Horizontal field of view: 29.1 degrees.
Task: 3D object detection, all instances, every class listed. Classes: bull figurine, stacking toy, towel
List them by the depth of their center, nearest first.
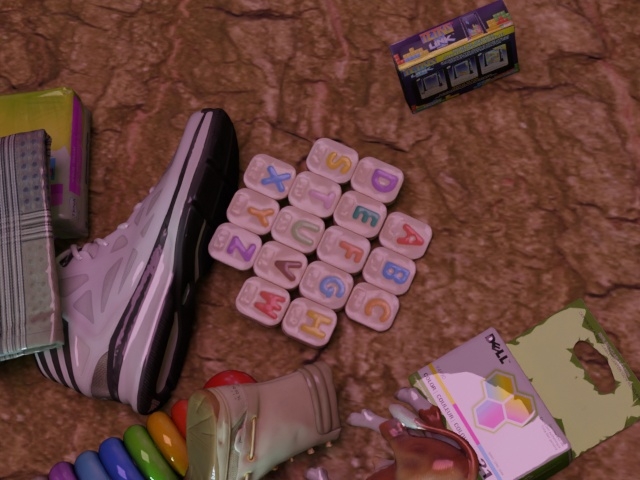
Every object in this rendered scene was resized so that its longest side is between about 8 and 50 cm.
[{"bbox_3d":[0.070,0.332,1.526,0.310,0.101,0.188,-50,57,17],"label":"bull figurine"},{"bbox_3d":[-0.218,0.285,1.633,0.330,0.141,0.141,-35,66,-6],"label":"stacking toy"},{"bbox_3d":[-0.497,0.025,1.727,0.312,0.056,0.324,-12,74,18],"label":"towel"}]

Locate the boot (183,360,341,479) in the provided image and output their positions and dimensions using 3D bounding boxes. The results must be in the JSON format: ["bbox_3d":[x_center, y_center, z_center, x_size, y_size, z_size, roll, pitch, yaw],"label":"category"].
[{"bbox_3d":[-0.074,0.288,1.602,0.203,0.262,0.095,-13,27,-34],"label":"boot"}]

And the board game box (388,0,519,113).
[{"bbox_3d":[0.191,-0.258,1.743,0.170,0.141,0.048,-22,66,3],"label":"board game box"}]

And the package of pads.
[{"bbox_3d":[-0.497,-0.108,1.862,0.297,0.101,0.229,-7,68,10],"label":"package of pads"}]

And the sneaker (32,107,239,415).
[{"bbox_3d":[-0.286,0.000,1.734,0.258,0.169,0.447,13,75,15],"label":"sneaker"}]

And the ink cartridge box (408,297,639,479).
[{"bbox_3d":[0.270,0.195,1.571,0.255,0.097,0.188,-31,66,0],"label":"ink cartridge box"}]

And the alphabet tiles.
[{"bbox_3d":[0.000,0.000,1.713,0.278,0.021,0.284,25,75,5],"label":"alphabet tiles"}]
